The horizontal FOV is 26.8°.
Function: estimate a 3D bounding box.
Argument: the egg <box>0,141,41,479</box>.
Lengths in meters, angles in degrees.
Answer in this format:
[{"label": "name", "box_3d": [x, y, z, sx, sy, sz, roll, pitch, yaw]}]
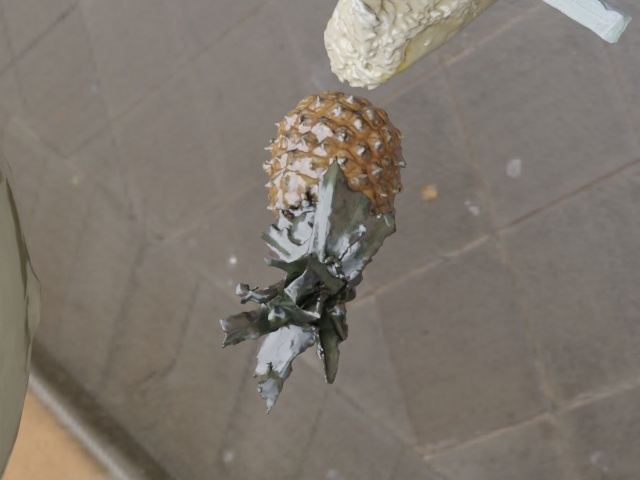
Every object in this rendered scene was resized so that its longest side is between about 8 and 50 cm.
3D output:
[{"label": "egg", "box_3d": [-0.219, 0.023, 0.302, 0.283, 0.345, 0.283, 1, 98, 11]}]

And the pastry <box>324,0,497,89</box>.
[{"label": "pastry", "box_3d": [0.105, -0.220, 1.103, 0.089, 0.258, 0.121, 54, 154, -7]}]

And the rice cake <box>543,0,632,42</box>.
[{"label": "rice cake", "box_3d": [0.227, -0.259, 1.334, 0.180, 0.030, 0.042, 34, 112, 8]}]

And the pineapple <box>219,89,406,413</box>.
[{"label": "pineapple", "box_3d": [0.004, -0.001, 1.364, 0.165, 0.166, 0.364, -48, 20, 36]}]
